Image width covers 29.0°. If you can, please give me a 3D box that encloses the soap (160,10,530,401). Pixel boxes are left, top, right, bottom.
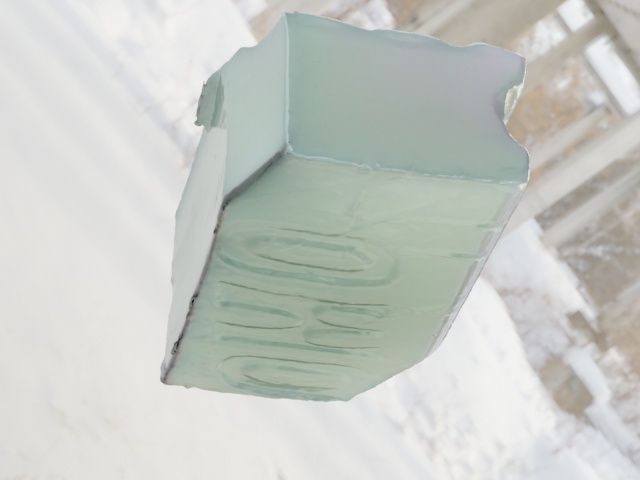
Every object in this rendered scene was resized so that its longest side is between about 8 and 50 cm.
[{"bbox_3d":[0.000,0.000,0.611,0.230,0.145,0.091,108,-12,-54],"label":"soap"}]
